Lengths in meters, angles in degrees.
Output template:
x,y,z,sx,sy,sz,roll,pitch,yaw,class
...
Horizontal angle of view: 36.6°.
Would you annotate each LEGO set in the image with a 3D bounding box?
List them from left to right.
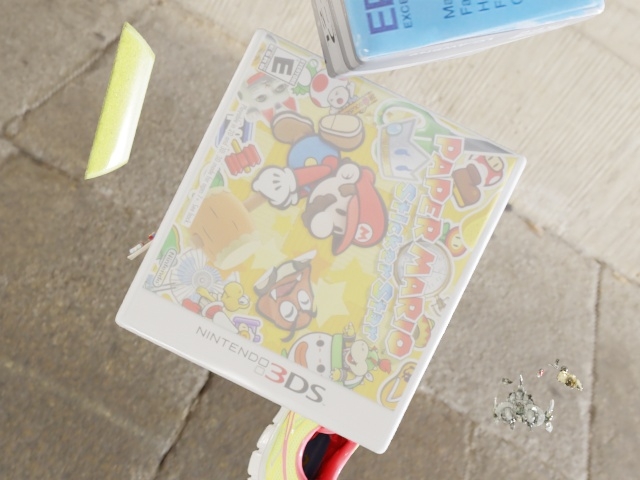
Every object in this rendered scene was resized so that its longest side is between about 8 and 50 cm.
x,y,z,sx,sy,sz,roll,pitch,yaw,class
0.162,0.125,0.749,0.054,0.083,0.023,31,35,9,LEGO set

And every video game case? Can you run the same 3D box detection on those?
x,y,z,sx,sy,sz,roll,pitch,yaw,class
0.000,0.000,0.665,0.206,0.227,0.026,26,-1,1,video game case

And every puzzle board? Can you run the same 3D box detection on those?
x,y,z,sx,sy,sz,roll,pitch,yaw,class
-0.211,-0.008,1.258,0.011,0.096,0.128,55,-8,-8,puzzle board

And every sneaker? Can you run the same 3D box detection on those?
x,y,z,sx,sy,sz,roll,pitch,yaw,class
0.011,0.144,0.857,0.081,0.094,0.209,23,78,-31,sneaker

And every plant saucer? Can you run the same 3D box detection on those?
x,y,z,sx,sy,sz,roll,pitch,yaw,class
-0.245,-0.172,1.199,0.045,0.188,0.188,14,9,-14,plant saucer

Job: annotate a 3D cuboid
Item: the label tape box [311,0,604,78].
x,y,z,sx,sy,sz,roll,pitch,yaw,class
0.030,-0.222,0.540,0.115,0.249,0.348,-13,8,-3,label tape box
